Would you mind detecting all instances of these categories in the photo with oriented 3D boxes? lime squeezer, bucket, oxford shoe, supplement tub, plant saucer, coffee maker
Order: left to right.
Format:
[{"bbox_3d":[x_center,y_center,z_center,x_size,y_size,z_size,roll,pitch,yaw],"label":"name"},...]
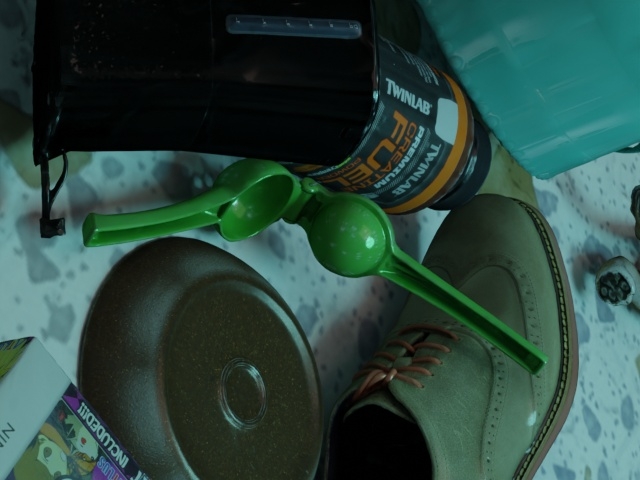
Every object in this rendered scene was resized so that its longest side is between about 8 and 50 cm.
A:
[{"bbox_3d":[-0.065,-0.085,0.944,0.178,0.120,0.171,3,95,-14],"label":"coffee maker"},{"bbox_3d":[-0.056,0.091,1.008,0.198,0.036,0.198,23,59,-47],"label":"plant saucer"},{"bbox_3d":[0.000,0.000,1.036,0.310,0.110,0.059,18,107,-27],"label":"lime squeezer"},{"bbox_3d":[0.029,-0.079,1.118,0.198,0.106,0.106,22,61,-46],"label":"supplement tub"},{"bbox_3d":[0.078,0.098,1.094,0.130,0.123,0.348,47,44,-42],"label":"oxford shoe"},{"bbox_3d":[0.188,-0.188,1.240,0.281,0.183,0.281,51,23,-31],"label":"bucket"}]

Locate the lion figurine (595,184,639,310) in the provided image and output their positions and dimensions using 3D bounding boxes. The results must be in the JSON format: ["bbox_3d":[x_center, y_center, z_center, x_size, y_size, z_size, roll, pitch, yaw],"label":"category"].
[{"bbox_3d":[0.370,0.108,1.465,0.392,0.142,0.240,65,22,-4],"label":"lion figurine"}]

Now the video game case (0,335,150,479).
[{"bbox_3d":[-0.138,0.201,0.859,0.232,0.042,0.210,56,42,-23],"label":"video game case"}]
